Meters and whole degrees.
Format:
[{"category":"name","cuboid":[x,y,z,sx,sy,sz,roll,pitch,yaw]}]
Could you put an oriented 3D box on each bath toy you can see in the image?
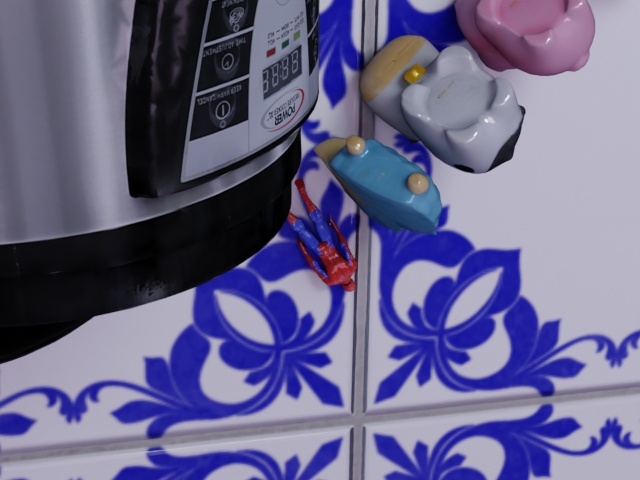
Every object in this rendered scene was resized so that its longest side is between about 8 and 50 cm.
[{"category":"bath toy","cuboid":[0.152,-0.157,1.294,0.348,0.151,0.129,-46,153,-4]}]

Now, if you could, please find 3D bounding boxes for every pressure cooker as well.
[{"category":"pressure cooker","cuboid":[-0.191,-0.133,1.039,0.370,0.375,0.420,-9,115,-14]}]

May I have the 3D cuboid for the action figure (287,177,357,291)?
[{"category":"action figure","cuboid":[0.000,0.000,1.341,0.038,0.030,0.115,-33,118,-1]}]
